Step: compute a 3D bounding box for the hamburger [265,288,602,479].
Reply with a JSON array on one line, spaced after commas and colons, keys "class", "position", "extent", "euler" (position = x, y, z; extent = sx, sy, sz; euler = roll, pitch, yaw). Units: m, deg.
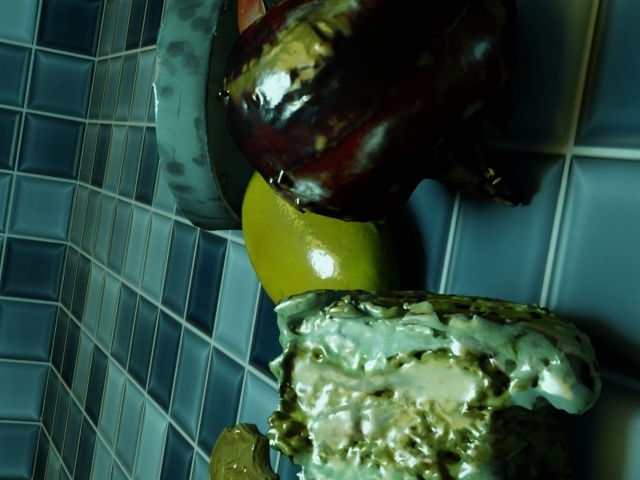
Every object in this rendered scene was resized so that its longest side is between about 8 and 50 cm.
[{"class": "hamburger", "position": [0.094, 0.126, 0.848], "extent": [0.288, 0.192, 0.167], "euler": [5, 93, 26]}]

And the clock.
[{"class": "clock", "position": [-0.092, -0.169, 1.265], "extent": [0.325, 0.067, 0.325], "euler": [6, -90, -69]}]

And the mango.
[{"class": "mango", "position": [-0.003, 0.003, 1.163], "extent": [0.254, 0.139, 0.175], "euler": [-114, 32, -41]}]

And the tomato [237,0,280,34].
[{"class": "tomato", "position": [-0.019, -0.234, 1.163], "extent": [0.085, 0.225, 0.225], "euler": [-24, 58, 35]}]

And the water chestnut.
[{"class": "water chestnut", "position": [0.068, -0.127, 0.951], "extent": [0.300, 0.300, 0.300], "euler": [-172, 90, -67]}]

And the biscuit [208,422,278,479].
[{"class": "biscuit", "position": [-0.110, 0.334, 1.429], "extent": [0.215, 0.034, 0.182], "euler": [143, 130, -58]}]
